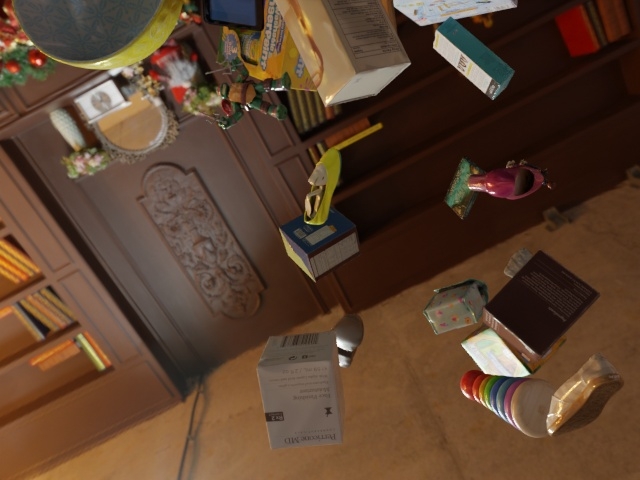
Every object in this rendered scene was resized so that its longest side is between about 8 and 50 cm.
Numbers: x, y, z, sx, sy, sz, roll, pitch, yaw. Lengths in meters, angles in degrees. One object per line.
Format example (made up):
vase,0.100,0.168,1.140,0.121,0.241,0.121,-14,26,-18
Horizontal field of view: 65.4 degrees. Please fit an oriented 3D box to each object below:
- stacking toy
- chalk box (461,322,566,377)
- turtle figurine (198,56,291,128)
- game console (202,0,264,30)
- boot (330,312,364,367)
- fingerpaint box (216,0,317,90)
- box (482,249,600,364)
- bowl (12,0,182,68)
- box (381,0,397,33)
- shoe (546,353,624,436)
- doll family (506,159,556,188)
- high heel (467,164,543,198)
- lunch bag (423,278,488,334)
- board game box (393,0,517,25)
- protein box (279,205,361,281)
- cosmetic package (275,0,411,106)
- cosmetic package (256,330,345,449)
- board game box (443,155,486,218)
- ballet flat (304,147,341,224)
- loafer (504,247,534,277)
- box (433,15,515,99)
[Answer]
stacking toy,0.493,0.426,1.366,0.141,0.141,0.330,-34,-176,-16
chalk box,0.596,0.334,1.602,0.179,0.180,0.289,-33,165,-23
turtle figurine,-0.196,-0.376,1.271,0.234,0.175,0.118,9,-158,16
game console,-0.147,-0.450,0.898,0.122,0.071,0.107,-7,157,-32
boot,0.101,0.322,1.741,0.112,0.305,0.115,24,-127,12
fingerpaint box,-0.139,-0.727,1.527,0.163,0.444,0.371,-10,-148,-42
box,0.529,0.165,1.215,0.203,0.168,0.167,-45,-116,-3
bowl,-0.342,-0.415,0.841,0.289,0.289,0.156,-25,175,12
box,0.119,-0.500,1.166,0.021,0.201,0.164,-22,-156,-25
shoe,0.473,0.288,0.910,0.077,0.219,0.058,-1,-137,-13
doll family,0.680,-0.208,1.593,0.193,0.076,0.111,-12,-148,-38
high heel,0.449,-0.131,1.103,0.244,0.082,0.117,1,-173,-33
lunch bag,0.615,0.275,2.230,0.223,0.160,0.262,-26,-171,39
board game box,0.372,-0.735,1.459,0.319,0.065,0.318,5,-175,35
protein box,0.000,0.000,1.747,0.201,0.136,0.200,-30,-138,-18
cosmetic package,0.031,-0.436,0.986,0.153,0.296,0.129,-21,175,-33
cosmetic package,-0.034,0.305,1.033,0.151,0.183,0.151,-7,-169,6
board game box,0.512,-0.187,1.771,0.026,0.186,0.126,-2,-143,-23
ballet flat,-0.001,-0.144,1.379,0.077,0.231,0.077,-10,-143,-35
loafer,0.717,0.132,1.671,0.111,0.319,0.112,-45,-144,17
box,0.433,-0.519,1.422,0.060,0.244,0.100,-44,169,0
